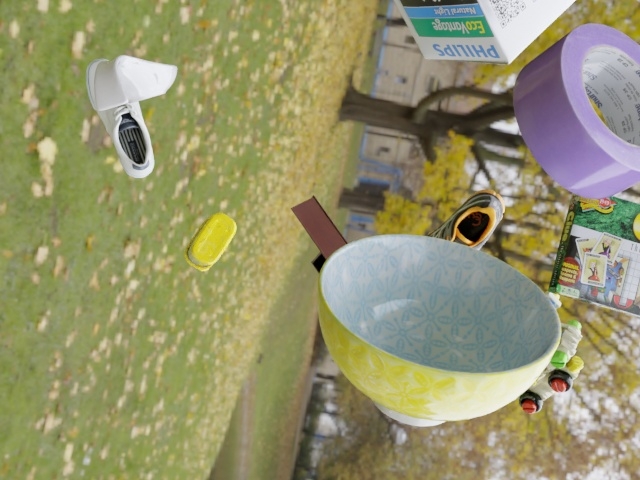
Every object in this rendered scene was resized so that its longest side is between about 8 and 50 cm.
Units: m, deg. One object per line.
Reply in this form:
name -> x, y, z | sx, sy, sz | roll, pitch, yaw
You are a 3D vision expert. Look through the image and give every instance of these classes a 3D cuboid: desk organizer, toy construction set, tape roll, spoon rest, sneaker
desk organizer -> 0.000, 0.000, 1.301 | 0.050, 0.130, 0.047 | -28, 168, -33
toy construction set -> 0.414, 0.231, 1.715 | 0.151, 0.215, 0.327 | -51, 178, -28
tape roll -> 0.321, -0.149, 0.961 | 0.080, 0.189, 0.189 | -37, -142, 54
spoon rest -> -0.341, -0.291, 1.499 | 0.276, 0.137, 0.084 | -76, 150, -75
sneaker -> 0.212, 0.008, 1.337 | 0.215, 0.084, 0.083 | -54, 179, 15
sneaker -> -0.399, -0.256, 1.690 | 0.258, 0.094, 0.091 | 65, -21, -2

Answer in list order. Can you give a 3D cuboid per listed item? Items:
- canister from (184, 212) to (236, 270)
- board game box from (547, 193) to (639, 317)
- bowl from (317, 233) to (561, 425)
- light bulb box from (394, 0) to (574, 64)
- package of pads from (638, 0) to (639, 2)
canister -> -0.249, 0.003, 1.881 | 0.126, 0.073, 0.170 | -58, -171, -11
board game box -> 0.421, 0.034, 1.025 | 0.030, 0.260, 0.136 | 135, -30, -81
bowl -> 0.127, 0.129, 1.010 | 0.289, 0.289, 0.156 | -81, -178, -60
light bulb box -> 0.279, -0.544, 1.383 | 0.358, 0.361, 0.225 | -43, -149, -15
package of pads -> 0.371, -0.427, 1.051 | 0.101, 0.229, 0.296 | -48, -160, 38
